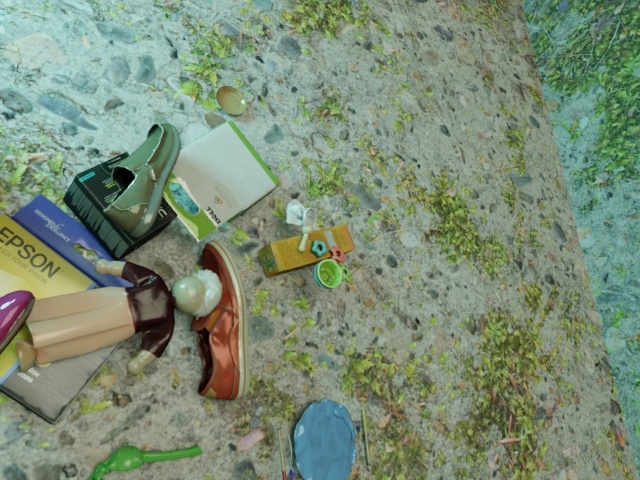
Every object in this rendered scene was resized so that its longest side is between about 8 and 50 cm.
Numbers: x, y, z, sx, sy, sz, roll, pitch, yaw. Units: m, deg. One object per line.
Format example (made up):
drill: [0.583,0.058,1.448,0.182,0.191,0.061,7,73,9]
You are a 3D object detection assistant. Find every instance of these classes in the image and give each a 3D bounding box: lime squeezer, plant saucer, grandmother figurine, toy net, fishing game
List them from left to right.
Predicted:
lime squeezer: [-0.359,0.428,0.810,0.310,0.059,0.110,-34,125,-38]
grandmother figurine: [-0.333,0.126,0.820,0.342,0.104,0.208,-14,91,-33]
plant saucer: [-0.230,-0.355,1.199,0.083,0.015,0.083,12,67,-30]
toy net: [0.000,0.000,1.104,0.122,0.045,0.232,-18,81,-37]
fishing game: [0.008,0.449,1.044,0.264,0.041,0.189,4,71,-41]

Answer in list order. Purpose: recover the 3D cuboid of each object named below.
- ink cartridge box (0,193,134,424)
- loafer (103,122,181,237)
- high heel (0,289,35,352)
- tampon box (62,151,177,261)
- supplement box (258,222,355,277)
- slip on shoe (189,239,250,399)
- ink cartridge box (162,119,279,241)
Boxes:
ink cartridge box: [-0.483,0.104,0.829,0.303,0.072,0.307,42,57,-14]
loafer: [-0.329,-0.129,0.868,0.087,0.094,0.251,28,51,-34]
high heel: [-0.567,0.162,0.617,0.377,0.127,0.181,-43,109,-1]
tampon box: [-0.391,-0.065,0.921,0.161,0.101,0.120,52,44,-6]
supplement box: [-0.031,0.023,1.152,0.233,0.078,0.080,-17,83,-37]
slip on shoe: [-0.214,0.158,0.960,0.101,0.123,0.331,0,78,-30]
ink cartridge box: [-0.248,-0.125,1.052,0.255,0.097,0.189,-42,98,-35]
